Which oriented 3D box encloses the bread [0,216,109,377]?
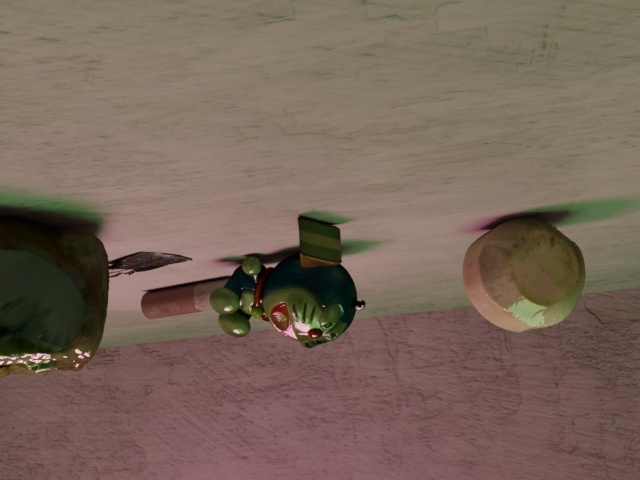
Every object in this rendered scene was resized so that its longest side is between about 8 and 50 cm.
[{"bbox_3d":[-0.464,0.096,1.300,0.395,0.239,0.264,1,167,-44],"label":"bread"}]

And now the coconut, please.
[{"bbox_3d":[0.396,0.067,1.675,0.241,0.241,0.241,-5,169,-1],"label":"coconut"}]

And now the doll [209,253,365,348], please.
[{"bbox_3d":[-0.061,0.117,1.786,0.322,0.186,0.198,9,142,16],"label":"doll"}]

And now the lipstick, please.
[{"bbox_3d":[-0.315,0.142,2.061,0.255,0.070,0.070,-11,168,26],"label":"lipstick"}]

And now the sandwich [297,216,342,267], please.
[{"bbox_3d":[0.000,0.000,1.472,0.074,0.074,0.116,-4,168,0],"label":"sandwich"}]

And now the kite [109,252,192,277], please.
[{"bbox_3d":[-0.406,0.060,1.732,0.286,0.015,0.152,-12,167,31],"label":"kite"}]
